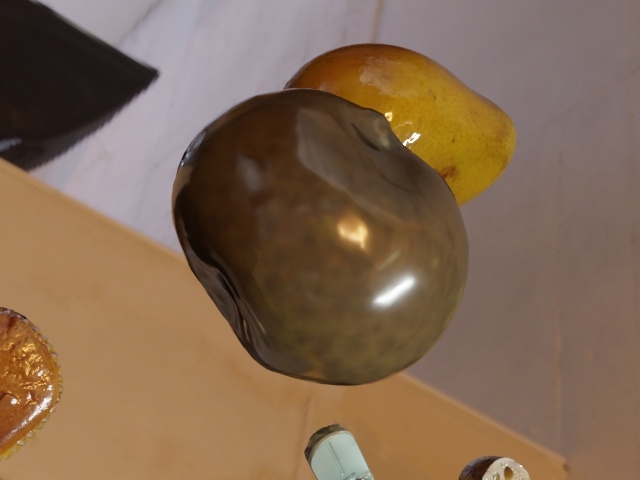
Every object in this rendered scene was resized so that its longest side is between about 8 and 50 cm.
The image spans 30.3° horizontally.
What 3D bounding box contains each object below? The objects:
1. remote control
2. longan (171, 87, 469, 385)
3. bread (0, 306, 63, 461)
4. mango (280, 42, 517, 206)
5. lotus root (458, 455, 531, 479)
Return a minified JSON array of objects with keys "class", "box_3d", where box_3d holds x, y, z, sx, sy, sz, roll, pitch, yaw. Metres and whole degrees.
[{"class":"remote control","box_3d":[0.038,0.445,2.310,0.104,0.247,0.052,-33,-135,-11]},{"class":"longan","box_3d":[0.000,0.000,1.286,0.288,0.350,0.288,-39,-169,9]},{"class":"bread","box_3d":[-0.409,0.175,1.418,0.199,0.199,0.104,-64,-171,-9]},{"class":"mango","box_3d":[0.103,-0.136,1.620,0.264,0.378,0.221,-54,-135,36]},{"class":"lotus root","box_3d":[0.295,0.419,1.975,0.112,0.122,0.081,-27,-173,-27]}]
